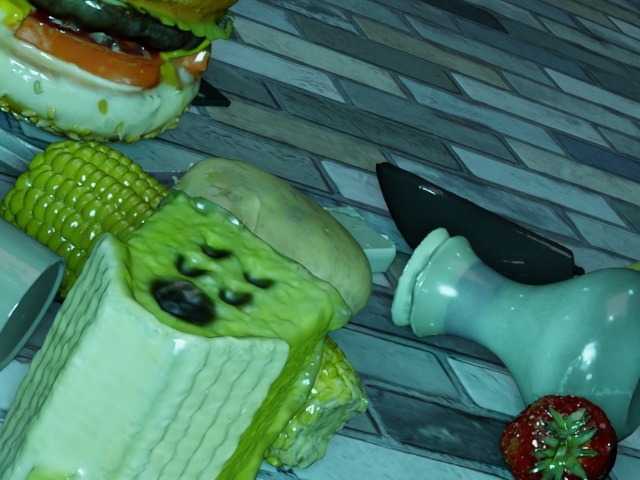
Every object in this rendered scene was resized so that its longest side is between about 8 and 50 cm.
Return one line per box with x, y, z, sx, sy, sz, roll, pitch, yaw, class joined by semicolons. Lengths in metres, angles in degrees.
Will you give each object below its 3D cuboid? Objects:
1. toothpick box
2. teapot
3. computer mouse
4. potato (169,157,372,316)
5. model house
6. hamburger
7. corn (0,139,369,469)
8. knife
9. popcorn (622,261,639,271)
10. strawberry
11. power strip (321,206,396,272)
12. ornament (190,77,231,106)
-0.291;0.010;1.465;0.180;0.111;0.111;32;21;6;toothpick box
0.199;0.082;1.864;0.251;0.183;0.183;26;18;23;teapot
0.162;0.003;2.104;0.264;0.088;0.147;22;5;-15;computer mouse
-0.056;0.009;1.772;0.234;0.128;0.161;5;46;-56;potato
-0.110;0.103;1.365;0.175;0.193;0.234;32;20;3;model house
-0.240;-0.255;1.963;0.330;0.250;0.330;27;17;-9;hamburger
-0.110;0.050;1.589;0.344;0.131;0.131;40;23;20;corn
-0.210;-0.069;1.840;0.278;0.053;0.123;13;21;-38;knife
0.373;0.092;2.105;0.148;0.152;0.167;-31;59;-35;popcorn
0.206;0.179;1.735;0.106;0.106;0.106;25;21;-10;strawberry
0.000;0.000;1.974;0.081;0.035;0.192;39;22;28;power strip
-0.161;-0.268;2.174;0.153;0.196;0.166;38;24;26;ornament
